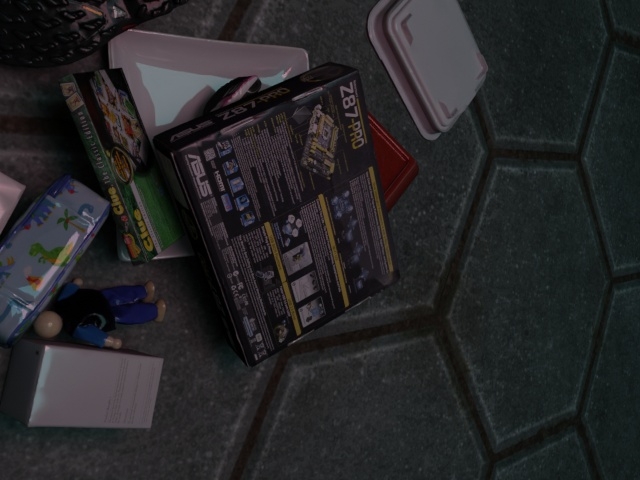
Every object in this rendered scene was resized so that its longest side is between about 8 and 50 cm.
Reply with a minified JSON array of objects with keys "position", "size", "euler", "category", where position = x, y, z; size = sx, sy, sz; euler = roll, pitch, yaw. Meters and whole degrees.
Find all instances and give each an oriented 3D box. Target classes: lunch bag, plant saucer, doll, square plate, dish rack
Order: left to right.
[{"position":[-0.366,0.029,0.885],"size":[0.090,0.176,0.219],"euler":[35,68,-14],"category":"lunch bag"},{"position":[-0.314,0.105,0.990],"size":[0.188,0.046,0.129],"euler":[-7,52,-46],"category":"doll"},{"position":[-0.168,-0.149,1.119],"size":[0.347,0.049,0.344],"euler":[-4,93,-33],"category":"square plate"},{"position":[0.051,-0.150,1.293],"size":[0.258,0.047,0.259],"euler":[45,59,-9],"category":"plant saucer"},{"position":[0.259,-0.422,1.534],"size":[0.286,0.072,0.333],"euler":[-53,124,-30],"category":"dish rack"}]

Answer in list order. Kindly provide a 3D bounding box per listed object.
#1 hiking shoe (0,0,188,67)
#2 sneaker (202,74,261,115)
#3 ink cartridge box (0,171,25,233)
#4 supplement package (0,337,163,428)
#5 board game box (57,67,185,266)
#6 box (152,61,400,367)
[{"position":[-0.325,-0.316,0.961],"size":[0.303,0.132,0.113],"euler":[-23,113,-17],"category":"hiking shoe"},{"position":[-0.146,-0.175,1.072],"size":[0.077,0.072,0.178],"euler":[43,79,-34],"category":"sneaker"},{"position":[-0.493,-0.046,0.763],"size":[0.232,0.171,0.168],"euler":[37,66,-37],"category":"ink cartridge box"},{"position":[-0.329,0.199,0.964],"size":[0.179,0.105,0.105],"euler":[17,80,-42],"category":"supplement package"},{"position":[-0.268,-0.106,0.961],"size":[0.136,0.030,0.260],"euler":[-58,131,-71],"category":"board game box"},{"position":[-0.048,-0.037,1.092],"size":[0.318,0.097,0.395],"euler":[-28,123,-20],"category":"box"}]
